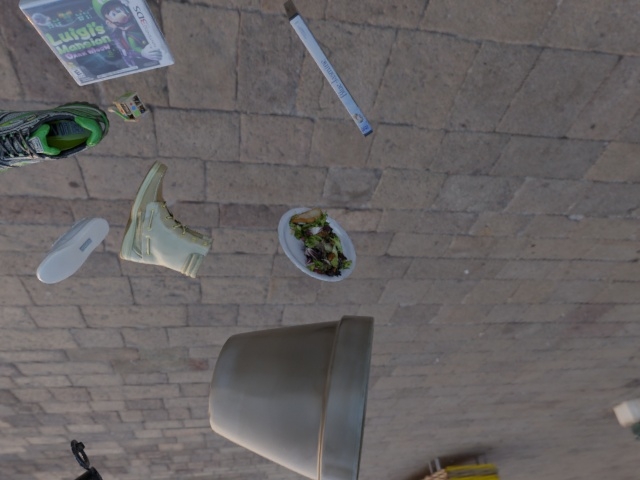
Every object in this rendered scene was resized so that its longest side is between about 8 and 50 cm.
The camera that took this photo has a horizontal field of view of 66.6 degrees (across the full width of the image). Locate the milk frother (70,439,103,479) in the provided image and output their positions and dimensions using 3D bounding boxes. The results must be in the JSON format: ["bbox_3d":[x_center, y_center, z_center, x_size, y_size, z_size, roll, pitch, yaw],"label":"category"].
[{"bbox_3d":[-0.527,0.510,0.998,0.135,0.143,0.129,-26,159,-41],"label":"milk frother"}]

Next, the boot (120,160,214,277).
[{"bbox_3d":[-0.354,-0.045,1.185,0.203,0.095,0.262,19,104,-12],"label":"boot"}]

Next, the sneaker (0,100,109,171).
[{"bbox_3d":[-0.652,-0.230,1.076,0.343,0.146,0.134,-20,116,-13],"label":"sneaker"}]

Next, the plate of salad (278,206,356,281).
[{"bbox_3d":[0.000,0.000,1.080,0.200,0.200,0.048,15,137,-28],"label":"plate of salad"}]

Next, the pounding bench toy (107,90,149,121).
[{"bbox_3d":[-0.497,-0.334,1.254,0.052,0.083,0.065,13,141,37],"label":"pounding bench toy"}]

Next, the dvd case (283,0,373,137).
[{"bbox_3d":[0.014,-0.331,0.930,0.022,0.180,0.253,-32,122,13],"label":"dvd case"}]

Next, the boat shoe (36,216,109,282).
[{"bbox_3d":[-0.539,0.014,1.044,0.063,0.184,0.066,10,144,28],"label":"boat shoe"}]

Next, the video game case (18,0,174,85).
[{"bbox_3d":[-0.379,-0.359,0.849,0.190,0.022,0.173,-12,150,3],"label":"video game case"}]

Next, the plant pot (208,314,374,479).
[{"bbox_3d":[-0.049,0.295,0.937,0.280,0.323,0.323,5,145,8],"label":"plant pot"}]
